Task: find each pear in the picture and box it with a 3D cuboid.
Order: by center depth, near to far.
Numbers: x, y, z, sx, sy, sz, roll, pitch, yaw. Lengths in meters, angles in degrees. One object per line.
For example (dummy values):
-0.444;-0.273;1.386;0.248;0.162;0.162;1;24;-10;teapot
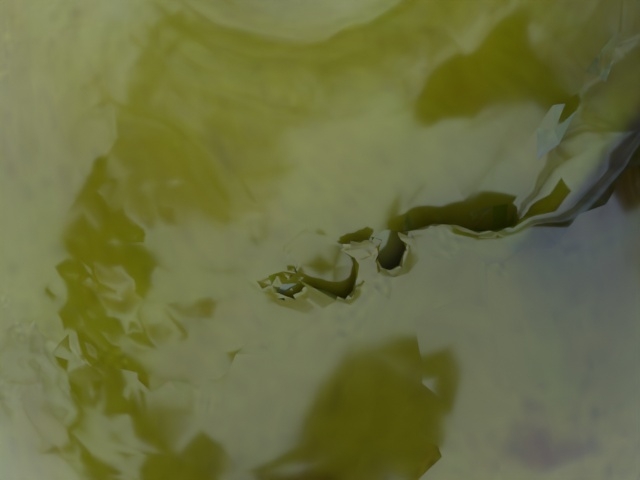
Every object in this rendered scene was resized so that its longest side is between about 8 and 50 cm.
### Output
0.005;-0.013;0.570;0.285;0.285;0.336;-55;173;1;pear
